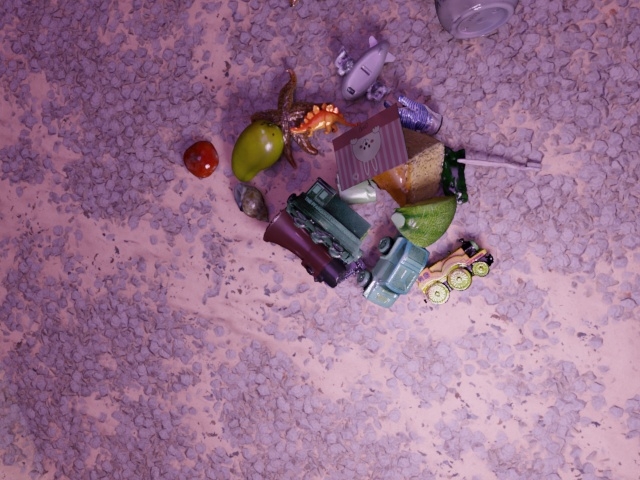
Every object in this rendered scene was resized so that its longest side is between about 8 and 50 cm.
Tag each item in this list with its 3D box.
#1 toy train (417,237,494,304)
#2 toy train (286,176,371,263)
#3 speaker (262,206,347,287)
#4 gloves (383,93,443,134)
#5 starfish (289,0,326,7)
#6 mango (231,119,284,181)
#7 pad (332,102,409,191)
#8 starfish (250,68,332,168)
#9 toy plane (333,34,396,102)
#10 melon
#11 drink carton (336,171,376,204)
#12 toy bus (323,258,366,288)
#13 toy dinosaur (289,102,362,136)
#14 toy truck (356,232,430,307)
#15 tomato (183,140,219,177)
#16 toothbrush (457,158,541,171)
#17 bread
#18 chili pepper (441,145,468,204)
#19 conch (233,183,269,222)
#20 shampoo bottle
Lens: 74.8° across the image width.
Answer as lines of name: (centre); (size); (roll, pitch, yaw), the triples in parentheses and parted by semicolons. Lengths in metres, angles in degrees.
toy train: (0.486, 0.113, 1.547); (0.296, 0.100, 0.161); (-36, 84, 10)
toy train: (0.037, -0.073, 1.469); (0.330, 0.138, 0.178); (40, 73, 2)
speaker: (-0.013, 0.006, 1.602); (0.329, 0.259, 0.198); (38, 143, 10)
gloves: (0.339, -0.463, 1.547); (0.228, 0.097, 0.119); (26, 134, 6)
starfish: (-0.104, -1.037, 1.640); (0.294, 0.048, 0.232); (15, 105, 12)
mango: (-0.254, -0.346, 1.629); (0.293, 0.142, 0.175); (-40, 79, 39)
pad: (0.158, -0.308, 1.418); (0.299, 0.005, 0.203); (-18, 78, 45)
starfish: (-0.128, -0.478, 1.646); (0.326, 0.094, 0.376); (11, 99, 8)
toy plane: (0.168, -0.637, 1.568); (0.251, 0.118, 0.253); (-1, 104, -3)
melon: (0.359, -0.067, 1.446); (0.124, 0.323, 0.196); (33, 116, 28)
drink carton: (0.137, -0.190, 1.587); (0.142, 0.146, 0.144); (-5, 92, 3)
toy bus: (0.091, 0.117, 1.635); (0.174, 0.077, 0.079); (-33, 86, 11)
toy dinosaur: (0.018, -0.463, 1.592); (0.287, 0.070, 0.117); (-14, 103, -8)
toy truck: (0.266, 0.111, 1.537); (0.154, 0.156, 0.279); (28, 99, -26)
tomato: (-0.503, -0.338, 1.736); (0.155, 0.069, 0.156); (1, 94, 11)
toothbrush: (0.647, -0.279, 1.513); (0.306, 0.025, 0.030); (6, 86, 0)
bread: (0.264, -0.269, 1.537); (0.315, 0.248, 0.279); (26, 141, 45)
chili pepper: (0.496, -0.243, 1.550); (0.097, 0.061, 0.225); (-7, 93, 11)
conch: (-0.279, -0.159, 1.686); (0.173, 0.105, 0.116); (42, 122, 25)
shampoo bottle: (0.521, -0.856, 1.410); (0.272, 0.273, 0.267); (-10, 85, 11)
